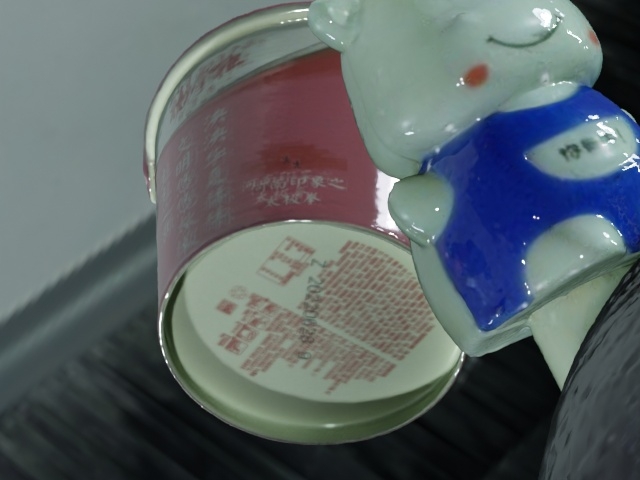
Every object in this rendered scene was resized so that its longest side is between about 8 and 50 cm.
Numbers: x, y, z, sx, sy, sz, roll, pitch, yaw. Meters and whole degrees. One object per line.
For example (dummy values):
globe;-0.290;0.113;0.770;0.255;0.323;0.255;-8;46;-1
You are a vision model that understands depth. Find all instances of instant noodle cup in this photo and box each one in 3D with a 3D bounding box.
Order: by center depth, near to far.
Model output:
instant noodle cup;0.000;0.000;1.122;0.178;0.234;0.235;-87;171;-49

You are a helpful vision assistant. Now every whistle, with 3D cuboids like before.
whistle;0.077;-0.015;0.656;0.110;0.244;0.092;-18;164;-30

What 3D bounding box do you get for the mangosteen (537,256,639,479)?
mangosteen;0.162;0.060;0.442;0.243;0.243;0.243;-29;134;-35
